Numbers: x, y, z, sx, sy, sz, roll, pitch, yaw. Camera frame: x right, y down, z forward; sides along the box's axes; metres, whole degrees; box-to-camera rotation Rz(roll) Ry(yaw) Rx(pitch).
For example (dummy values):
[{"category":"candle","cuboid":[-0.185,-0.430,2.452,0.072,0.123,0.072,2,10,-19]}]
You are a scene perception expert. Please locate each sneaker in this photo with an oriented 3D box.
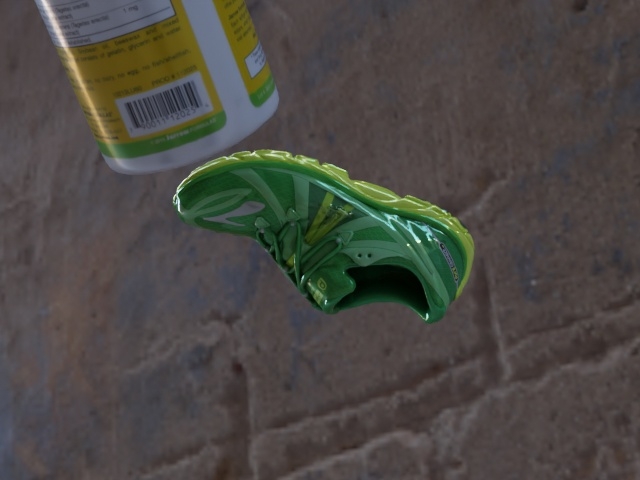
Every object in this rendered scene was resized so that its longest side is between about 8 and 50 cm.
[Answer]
[{"category":"sneaker","cuboid":[0.000,0.000,1.225,0.295,0.123,0.109,15,-29,0]}]

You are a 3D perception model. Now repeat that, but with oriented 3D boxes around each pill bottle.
[{"category":"pill bottle","cuboid":[-0.130,-0.182,0.895,0.136,0.136,0.246,-14,-67,14]}]
